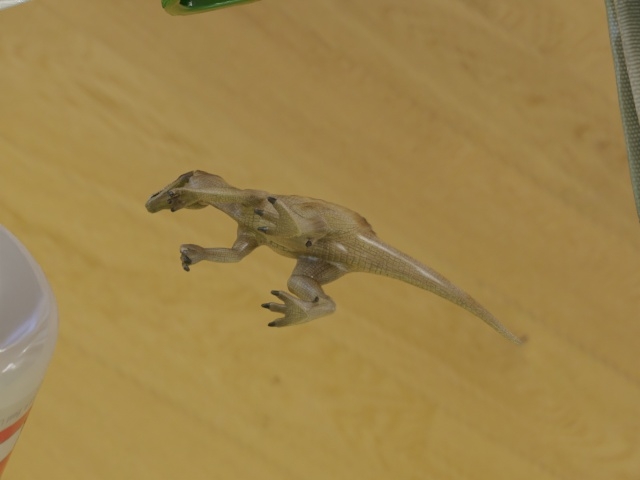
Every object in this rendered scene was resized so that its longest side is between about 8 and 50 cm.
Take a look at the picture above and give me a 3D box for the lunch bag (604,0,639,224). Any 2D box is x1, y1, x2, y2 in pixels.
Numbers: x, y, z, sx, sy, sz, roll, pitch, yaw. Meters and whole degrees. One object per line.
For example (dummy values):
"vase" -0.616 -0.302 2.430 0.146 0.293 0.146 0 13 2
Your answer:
"lunch bag" 0.209 -0.034 0.599 0.235 0.169 0.287 -9 66 6

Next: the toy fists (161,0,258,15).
"toy fists" 0.010 -0.222 1.115 0.279 0.096 0.142 -16 84 -13

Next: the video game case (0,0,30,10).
"video game case" -0.138 -0.298 1.436 0.285 0.025 0.204 -20 117 -17

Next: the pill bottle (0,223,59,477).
"pill bottle" -0.338 0.173 1.298 0.229 0.407 0.229 20 27 -11

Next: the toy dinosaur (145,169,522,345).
"toy dinosaur" 0.000 0.000 0.863 0.183 0.053 0.092 22 21 16
